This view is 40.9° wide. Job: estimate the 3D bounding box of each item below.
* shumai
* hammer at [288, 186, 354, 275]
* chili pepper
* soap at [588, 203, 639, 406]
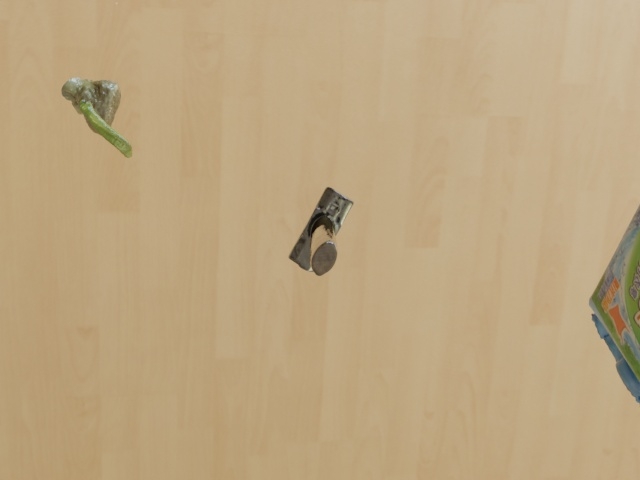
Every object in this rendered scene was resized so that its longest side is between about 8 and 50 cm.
[{"bbox_3d":[-0.329,-0.198,1.213,0.080,0.082,0.083,18,139,-7],"label":"shumai"},{"bbox_3d":[0.000,0.000,0.980,0.043,0.365,0.111,30,95,-3],"label":"hammer"},{"bbox_3d":[-0.227,-0.118,0.917,0.017,0.030,0.083,-39,120,2],"label":"chili pepper"},{"bbox_3d":[0.360,0.045,0.852,0.077,0.156,0.293,-9,140,-13],"label":"soap"}]
